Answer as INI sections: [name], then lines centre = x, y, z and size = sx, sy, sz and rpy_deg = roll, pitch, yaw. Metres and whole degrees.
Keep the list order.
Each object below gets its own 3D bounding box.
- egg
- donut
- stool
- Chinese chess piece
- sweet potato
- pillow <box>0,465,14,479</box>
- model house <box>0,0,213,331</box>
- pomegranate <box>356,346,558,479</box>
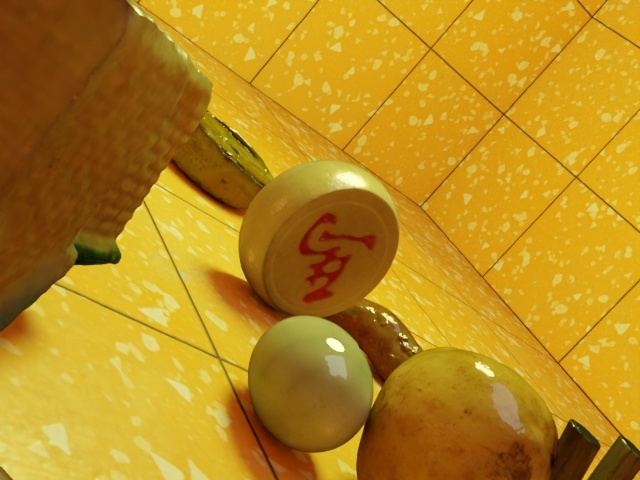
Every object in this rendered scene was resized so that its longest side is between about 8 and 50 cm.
[egg]
centre = -0.015, 0.171, 1.212
size = 0.151, 0.151, 0.209
rpy_deg = 36, 12, -23
[donut]
centre = -0.206, -0.162, 1.938
size = 0.272, 0.107, 0.272
rpy_deg = 44, 12, -12
[stool]
centre = 0.426, 0.449, 1.446
size = 0.310, 0.226, 0.310
rpy_deg = 27, 21, -51
[Chinese chess piece]
centre = 0.000, 0.000, 1.579
size = 0.273, 0.273, 0.102
rpy_deg = 31, 13, -42
[sweet potato]
centre = 0.124, 0.190, 1.714
size = 0.354, 0.095, 0.106
rpy_deg = 41, 52, 12
[pillow]
centre = -0.281, 0.153, 0.589
size = 0.236, 0.084, 0.223
rpy_deg = 40, 14, 2
[model house]
centre = -0.315, -0.101, 0.877
size = 0.334, 0.343, 0.382
rpy_deg = 35, 2, 10
[pomegranate]
centre = 0.167, 0.264, 1.216
size = 0.260, 0.260, 0.260
rpy_deg = 39, 12, -10
